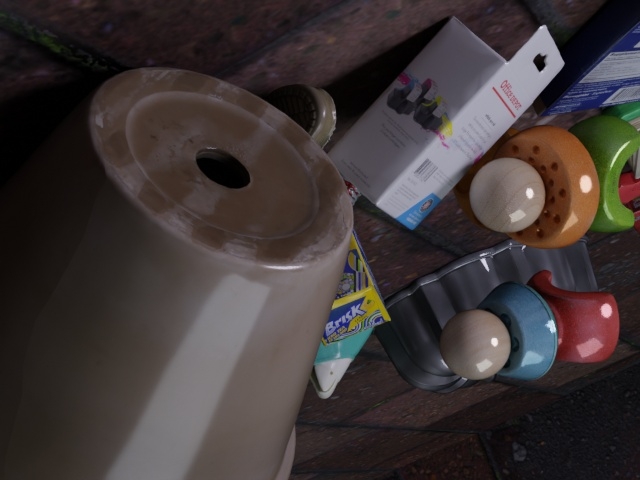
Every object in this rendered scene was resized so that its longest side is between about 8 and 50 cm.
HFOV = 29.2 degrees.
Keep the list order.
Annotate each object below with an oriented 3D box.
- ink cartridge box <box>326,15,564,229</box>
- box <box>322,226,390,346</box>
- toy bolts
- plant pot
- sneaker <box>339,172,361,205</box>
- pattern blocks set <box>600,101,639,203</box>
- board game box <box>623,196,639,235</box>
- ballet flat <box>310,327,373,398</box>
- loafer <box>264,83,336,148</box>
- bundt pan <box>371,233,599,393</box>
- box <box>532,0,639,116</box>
[{"bbox_3d":[0.099,-0.101,0.954,0.181,0.061,0.104,-47,159,6],"label":"ink cartridge box"},{"bbox_3d":[0.000,0.000,1.005,0.059,0.169,0.054,-22,138,2],"label":"box"},{"bbox_3d":[0.152,0.008,1.065,0.159,0.228,0.218,-13,-162,-37],"label":"toy bolts"},{"bbox_3d":[-0.121,0.045,0.857,0.323,0.323,0.280,-4,139,-43],"label":"plant pot"},{"bbox_3d":[0.022,-0.037,1.093,0.118,0.067,0.042,-28,161,21],"label":"sneaker"},{"bbox_3d":[0.400,-0.122,1.349,0.285,0.026,0.325,-29,161,20],"label":"pattern blocks set"},{"bbox_3d":[0.533,-0.088,1.600,0.281,0.027,0.145,-26,163,15],"label":"board game box"},{"bbox_3d":[-0.031,0.180,1.631,0.247,0.087,0.083,-20,162,-5],"label":"ballet flat"},{"bbox_3d":[-0.021,-0.081,0.947,0.050,0.056,0.148,-13,170,-28],"label":"loafer"},{"bbox_3d":[0.238,0.111,1.687,0.331,0.124,0.331,-20,162,-7],"label":"bundt pan"},{"bbox_3d":[0.288,-0.181,1.031,0.136,0.036,0.225,-11,161,-31],"label":"box"}]
